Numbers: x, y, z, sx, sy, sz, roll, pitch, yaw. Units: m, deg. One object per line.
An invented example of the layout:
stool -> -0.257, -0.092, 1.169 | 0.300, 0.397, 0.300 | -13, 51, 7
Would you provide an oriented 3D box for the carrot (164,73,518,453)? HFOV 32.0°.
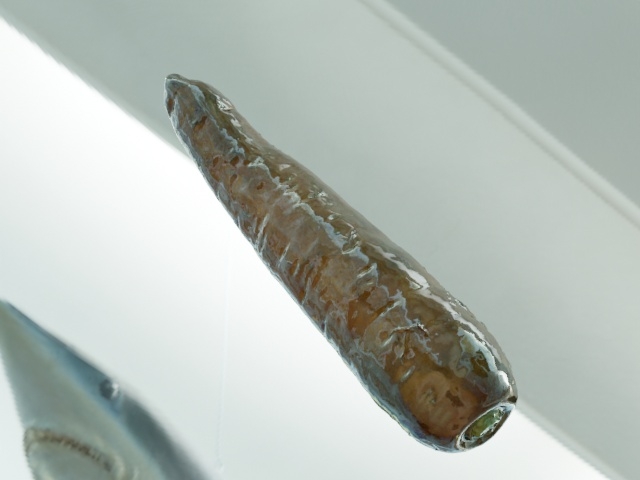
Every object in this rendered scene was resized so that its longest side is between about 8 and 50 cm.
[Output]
carrot -> 0.000, 0.000, 0.408 | 0.191, 0.047, 0.047 | 48, -53, 30
